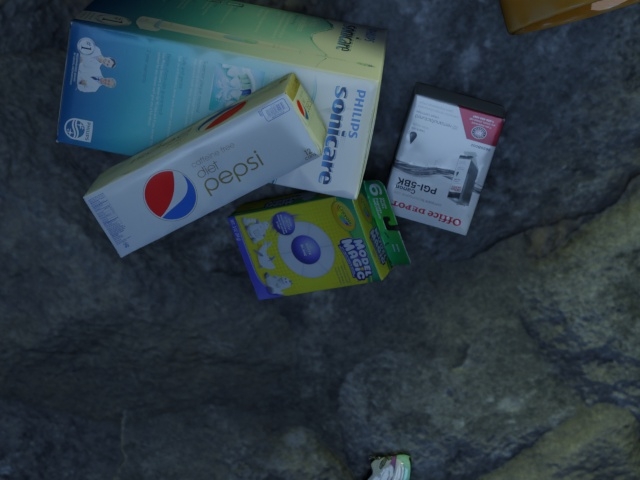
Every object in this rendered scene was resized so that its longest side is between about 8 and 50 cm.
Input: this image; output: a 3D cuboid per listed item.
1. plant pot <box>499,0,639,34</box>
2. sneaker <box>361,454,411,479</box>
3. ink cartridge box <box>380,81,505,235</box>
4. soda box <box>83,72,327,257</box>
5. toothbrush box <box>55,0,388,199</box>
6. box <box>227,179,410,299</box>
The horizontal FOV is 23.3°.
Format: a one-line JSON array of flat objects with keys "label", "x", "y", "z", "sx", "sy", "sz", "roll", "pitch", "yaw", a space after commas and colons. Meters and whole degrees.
[{"label": "plant pot", "x": 0.252, "y": -0.314, "z": 1.474, "sx": 0.205, "sy": 0.205, "sz": 0.188, "roll": -16, "pitch": 92, "yaw": 10}, {"label": "sneaker", "x": 0.069, "y": 0.290, "z": 1.776, "sx": 0.069, "sy": 0.038, "sz": 0.098, "roll": 2, "pitch": 100, "yaw": 6}, {"label": "ink cartridge box", "x": 0.127, "y": -0.085, "z": 1.627, "sx": 0.099, "sy": 0.056, "sz": 0.135, "roll": 15, "pitch": 110, "yaw": -1}, {"label": "soda box", "x": -0.104, "y": -0.069, "z": 1.414, "sx": 0.216, "sy": 0.074, "sz": 0.069, "roll": -26, "pitch": 107, "yaw": 14}, {"label": "toothbrush box", "x": -0.089, "y": -0.156, "z": 1.536, "sx": 0.296, "sy": 0.216, "sz": 0.126, "roll": 10, "pitch": 111, "yaw": 0}, {"label": "box", "x": 0.000, "y": 0.000, "z": 1.646, "sx": 0.179, "sy": 0.043, "sz": 0.105, "roll": -12, "pitch": 109, "yaw": 28}]
